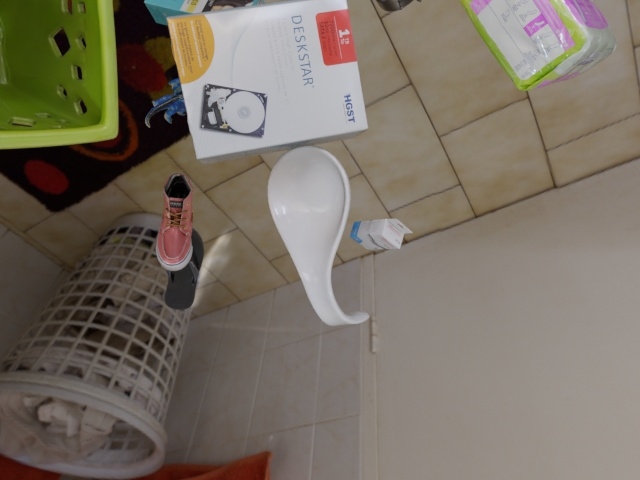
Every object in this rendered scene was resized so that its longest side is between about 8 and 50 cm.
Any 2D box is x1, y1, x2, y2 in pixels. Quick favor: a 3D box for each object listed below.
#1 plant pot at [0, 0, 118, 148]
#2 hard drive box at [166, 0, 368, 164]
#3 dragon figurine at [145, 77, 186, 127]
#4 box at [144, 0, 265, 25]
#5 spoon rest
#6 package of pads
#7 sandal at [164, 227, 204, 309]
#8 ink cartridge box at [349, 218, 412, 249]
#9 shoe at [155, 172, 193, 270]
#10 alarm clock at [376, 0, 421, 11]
[{"bbox_3d":[-0.379,-0.229,0.470,0.207,0.227,0.228,19,113,30],"label":"plant pot"},{"bbox_3d":[-0.069,-0.216,0.607,0.232,0.089,0.181,-12,97,-7],"label":"hard drive box"},{"bbox_3d":[-0.431,-0.439,1.353,0.144,0.289,0.085,-30,102,31],"label":"dragon figurine"},{"bbox_3d":[-0.250,-0.511,0.966,0.244,0.101,0.060,18,165,13],"label":"box"},{"bbox_3d":[0.000,0.000,0.641,0.137,0.084,0.276,-13,97,30],"label":"spoon rest"},{"bbox_3d":[0.272,-0.357,0.610,0.101,0.229,0.297,-35,84,45],"label":"package of pads"},{"bbox_3d":[-0.333,0.073,1.072,0.097,0.054,0.255,1,122,-12],"label":"sandal"},{"bbox_3d":[0.093,-0.009,0.678,0.048,0.028,0.083,33,156,-36],"label":"ink cartridge box"},{"bbox_3d":[-0.261,-0.038,0.793,0.063,0.178,0.081,1,141,-11],"label":"shoe"},{"bbox_3d":[0.188,-0.668,1.143,0.129,0.192,0.064,-49,146,13],"label":"alarm clock"}]
